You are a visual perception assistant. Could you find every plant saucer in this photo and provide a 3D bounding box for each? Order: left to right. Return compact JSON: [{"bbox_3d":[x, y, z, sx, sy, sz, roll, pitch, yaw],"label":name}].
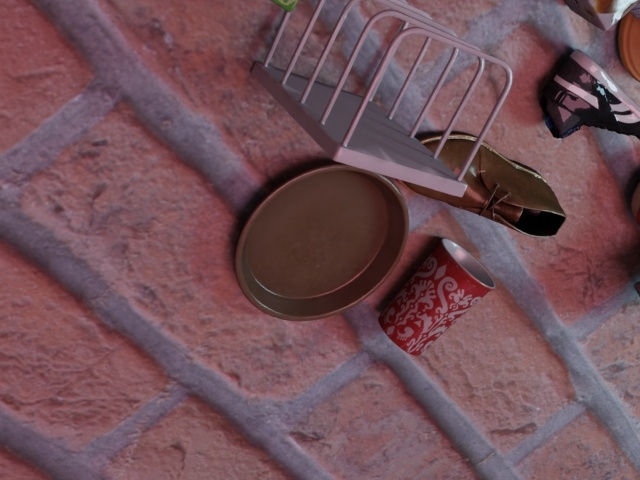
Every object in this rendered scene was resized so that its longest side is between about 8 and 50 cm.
[{"bbox_3d":[0.000,0.000,1.559,0.278,0.041,0.277,-13,127,-18],"label":"plant saucer"},{"bbox_3d":[0.546,-0.321,1.578,0.200,0.037,0.200,-9,119,-16],"label":"plant saucer"}]

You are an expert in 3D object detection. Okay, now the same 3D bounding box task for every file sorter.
[{"bbox_3d":[0.074,-0.208,1.299,0.193,0.277,0.173,14,111,-32],"label":"file sorter"}]

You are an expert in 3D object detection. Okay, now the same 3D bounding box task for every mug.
[{"bbox_3d":[0.193,0.103,1.680,0.150,0.113,0.169,30,110,-36],"label":"mug"}]

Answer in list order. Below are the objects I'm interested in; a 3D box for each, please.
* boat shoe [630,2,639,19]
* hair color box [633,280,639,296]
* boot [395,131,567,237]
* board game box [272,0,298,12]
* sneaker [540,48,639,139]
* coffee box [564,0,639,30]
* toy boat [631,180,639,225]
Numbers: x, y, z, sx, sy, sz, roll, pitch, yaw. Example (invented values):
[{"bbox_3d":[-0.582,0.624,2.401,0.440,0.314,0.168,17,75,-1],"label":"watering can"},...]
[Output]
[{"bbox_3d":[0.563,-0.420,1.475,0.094,0.109,0.302,37,105,-22],"label":"boat shoe"},{"bbox_3d":[0.718,0.042,1.778,0.347,0.105,0.174,-30,175,13],"label":"hair color box"},{"bbox_3d":[0.250,-0.079,1.575,0.305,0.115,0.112,13,118,-31],"label":"boot"},{"bbox_3d":[-0.050,-0.450,1.141,0.242,0.064,0.316,29,104,-15],"label":"board game box"},{"bbox_3d":[0.417,-0.190,1.606,0.217,0.079,0.121,35,107,-30],"label":"sneaker"},{"bbox_3d":[0.357,-0.419,1.394,0.141,0.098,0.246,-43,130,7],"label":"coffee box"},{"bbox_3d":[0.638,-0.051,1.752,0.231,0.151,0.151,16,114,-33],"label":"toy boat"}]
